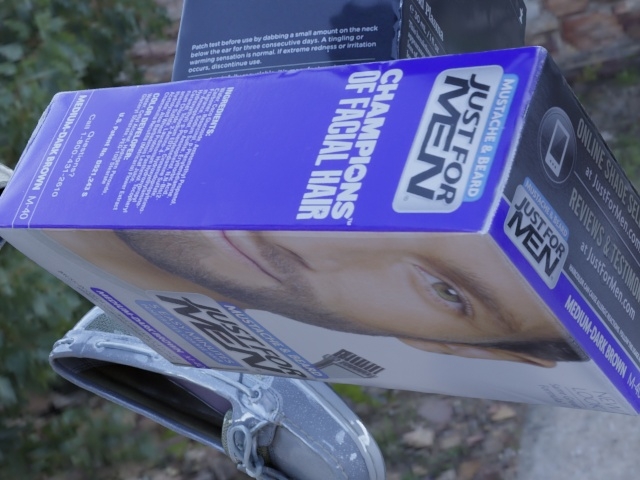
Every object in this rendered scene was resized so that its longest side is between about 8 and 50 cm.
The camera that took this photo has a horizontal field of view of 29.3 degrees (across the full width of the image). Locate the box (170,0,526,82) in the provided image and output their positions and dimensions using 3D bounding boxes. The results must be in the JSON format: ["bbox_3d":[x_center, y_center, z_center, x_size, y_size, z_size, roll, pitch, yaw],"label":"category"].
[{"bbox_3d":[0.042,-0.135,1.002,0.179,0.343,0.312,-2,67,22],"label":"box"}]

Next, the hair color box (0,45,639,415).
[{"bbox_3d":[0.000,0.000,0.682,0.339,0.185,0.110,-1,58,38],"label":"hair color box"}]

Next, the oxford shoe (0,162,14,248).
[{"bbox_3d":[-0.365,0.077,0.946,0.147,0.140,0.397,13,63,19],"label":"oxford shoe"}]

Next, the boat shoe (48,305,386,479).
[{"bbox_3d":[-0.088,0.141,1.034,0.320,0.118,0.103,29,54,26],"label":"boat shoe"}]
